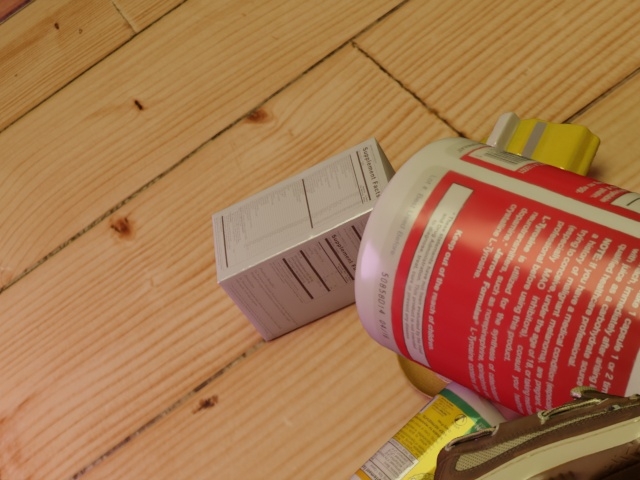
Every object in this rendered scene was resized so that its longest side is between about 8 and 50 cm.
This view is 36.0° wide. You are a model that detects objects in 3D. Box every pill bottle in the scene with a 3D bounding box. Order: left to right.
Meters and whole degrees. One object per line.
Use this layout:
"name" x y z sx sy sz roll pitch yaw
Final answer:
"pill bottle" 0.100 0.249 0.976 0.208 0.117 0.117 -41 41 -9
"pill bottle" 0.251 0.066 0.894 0.407 0.229 0.229 24 66 34

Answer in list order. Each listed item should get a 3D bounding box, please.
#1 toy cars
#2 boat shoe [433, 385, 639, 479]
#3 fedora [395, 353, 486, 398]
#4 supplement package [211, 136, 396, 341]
"toy cars" 0.264 -0.061 1.143 0.176 0.087 0.394 -39 30 9
"boat shoe" 0.185 0.127 0.629 0.257 0.095 0.095 -21 36 16
"fedora" 0.159 0.090 1.121 0.194 0.079 0.194 -18 44 18
"supplement package" 0.000 0.000 1.272 0.244 0.134 0.139 -24 41 12
